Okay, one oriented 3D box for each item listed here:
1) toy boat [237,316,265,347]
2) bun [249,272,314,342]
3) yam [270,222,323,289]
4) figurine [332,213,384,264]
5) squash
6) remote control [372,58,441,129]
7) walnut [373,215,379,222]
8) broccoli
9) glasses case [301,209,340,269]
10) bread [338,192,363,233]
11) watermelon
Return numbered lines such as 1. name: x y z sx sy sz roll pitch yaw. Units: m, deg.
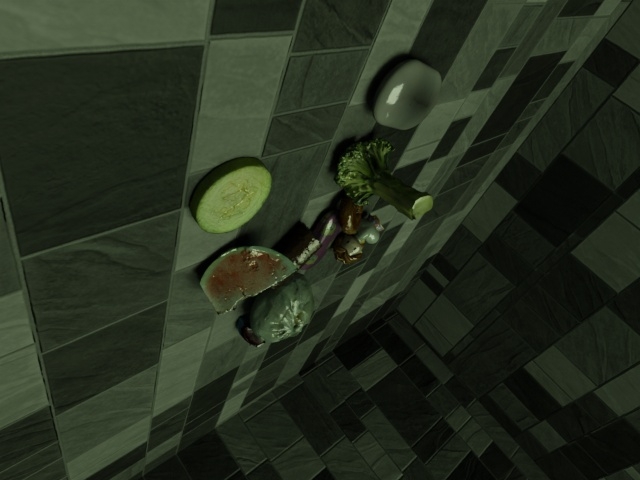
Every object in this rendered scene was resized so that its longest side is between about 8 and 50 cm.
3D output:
1. toy boat: -0.319 0.407 2.129 0.100 0.097 0.223 -35 141 -8
2. bun: -0.145 0.303 2.029 0.354 0.194 0.354 -40 149 -30
3. yam: -0.117 0.065 1.789 0.280 0.131 0.131 -45 158 9
4. figurine: 0.163 0.003 2.122 0.263 0.142 0.189 -44 173 4
5. squash: -0.247 -0.124 1.308 0.252 0.049 0.252 -35 157 -17
6. remote control: 0.282 -0.462 1.494 0.332 0.103 0.221 -9 135 -54
7. walnut: 0.247 -0.069 2.245 0.121 0.052 0.091 -16 150 -44
8. broccoli: 0.208 -0.207 1.543 0.221 0.361 0.251 -20 113 -30
9. glasses case: 0.000 0.000 1.918 0.123 0.076 0.316 -20 148 -50
10. bread: 0.122 -0.117 1.841 0.193 0.064 0.193 10 90 -69
11. watermelon: -0.244 0.120 1.579 0.305 0.180 0.224 -29 150 -11
